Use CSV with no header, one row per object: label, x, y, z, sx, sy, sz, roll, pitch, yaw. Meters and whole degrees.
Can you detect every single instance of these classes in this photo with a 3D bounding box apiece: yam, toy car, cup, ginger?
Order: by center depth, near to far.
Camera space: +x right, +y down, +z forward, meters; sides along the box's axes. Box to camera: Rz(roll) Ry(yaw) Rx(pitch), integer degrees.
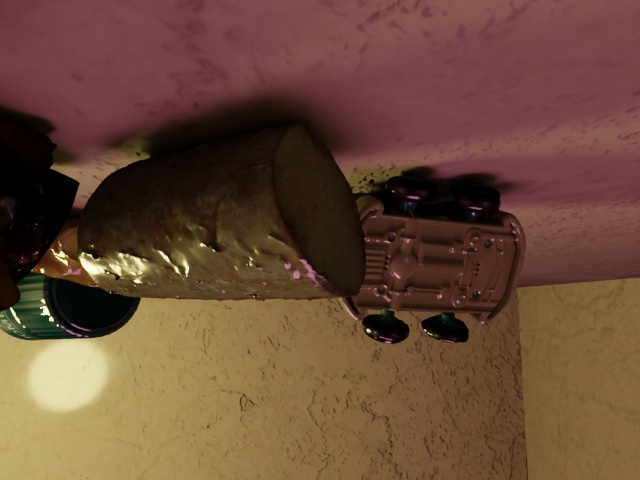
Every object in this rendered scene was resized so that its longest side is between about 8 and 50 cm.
yam,-0.093,-0.017,0.426,0.268,0.161,0.161,-6,169,31
toy car,0.119,0.010,0.604,0.248,0.204,0.198,5,-167,-14
ginger,-0.423,0.017,0.792,0.270,0.123,0.219,14,163,-19
cup,-0.614,0.091,1.051,0.292,0.307,0.242,-6,-159,35

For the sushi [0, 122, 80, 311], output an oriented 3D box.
sushi,-0.343,-0.024,0.354,0.213,0.215,0.227,-12,144,39
